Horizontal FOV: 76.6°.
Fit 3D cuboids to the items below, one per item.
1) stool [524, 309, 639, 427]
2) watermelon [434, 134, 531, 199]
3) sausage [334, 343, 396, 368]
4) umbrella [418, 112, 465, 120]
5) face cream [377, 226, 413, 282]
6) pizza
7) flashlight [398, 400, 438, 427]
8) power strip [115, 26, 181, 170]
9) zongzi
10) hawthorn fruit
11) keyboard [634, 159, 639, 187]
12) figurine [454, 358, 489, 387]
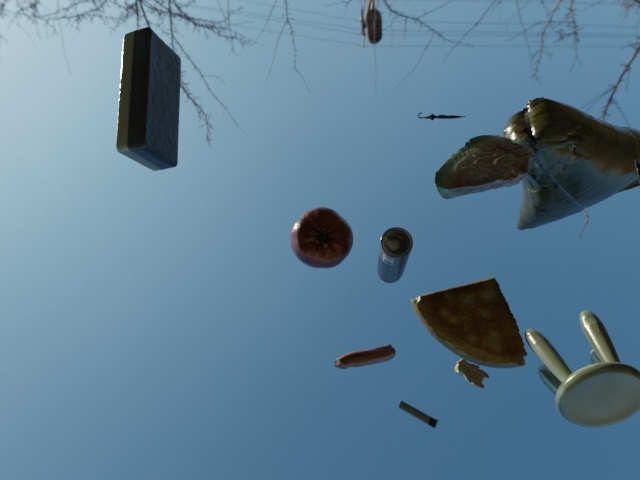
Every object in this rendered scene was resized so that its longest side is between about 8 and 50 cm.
[{"bbox_3d":[0.645,0.315,0.994,0.195,0.195,0.199,-23,-157,16],"label":"stool"},{"bbox_3d":[0.244,-0.104,0.626,0.180,0.094,0.081,-28,-67,-15],"label":"watermelon"},{"bbox_3d":[0.116,0.287,1.000,0.176,0.047,0.040,-1,-95,-35],"label":"sausage"},{"bbox_3d":[0.381,-0.389,1.281,0.148,0.022,0.022,14,-149,27],"label":"umbrella"},{"bbox_3d":[0.183,0.050,1.026,0.073,0.283,0.073,-2,-110,5],"label":"face cream"},{"bbox_3d":[0.425,0.259,1.175,0.268,0.087,0.258,-12,-114,-2],"label":"pizza"},{"bbox_3d":[0.206,0.367,0.855,0.083,0.018,0.018,20,-98,31],"label":"flashlight"},{"bbox_3d":[-0.322,-0.269,0.769,0.070,0.105,0.257,-5,-103,15],"label":"power strip"},{"bbox_3d":[0.485,-0.140,0.925,0.322,0.360,0.160,14,-121,-18],"label":"zongzi"},{"bbox_3d":[0.000,0.000,1.170,0.179,0.200,0.179,1,-103,-6],"label":"hawthorn fruit"},{"bbox_3d":[0.299,0.021,0.337,0.063,0.010,0.198,24,-122,-19],"label":"keyboard"},{"bbox_3d":[0.356,0.321,0.974,0.083,0.050,0.047,39,-117,10],"label":"figurine"}]
